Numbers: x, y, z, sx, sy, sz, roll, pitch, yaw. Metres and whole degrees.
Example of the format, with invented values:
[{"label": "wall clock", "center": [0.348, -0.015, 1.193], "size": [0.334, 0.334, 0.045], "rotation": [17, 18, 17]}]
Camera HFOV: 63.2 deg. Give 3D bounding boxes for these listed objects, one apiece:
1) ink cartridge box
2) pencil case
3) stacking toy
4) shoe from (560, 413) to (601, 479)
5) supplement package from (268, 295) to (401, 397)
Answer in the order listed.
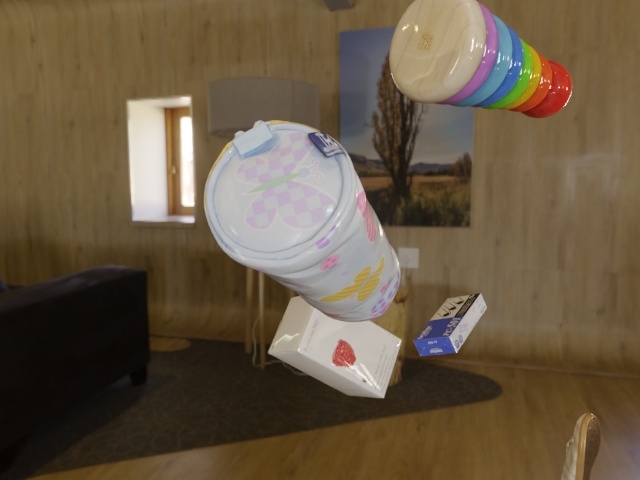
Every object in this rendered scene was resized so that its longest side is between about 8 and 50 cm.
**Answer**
[{"label": "ink cartridge box", "center": [0.313, 0.198, 1.242], "size": [0.097, 0.046, 0.207], "rotation": [-17, 12, 42]}, {"label": "pencil case", "center": [0.000, 0.000, 0.483], "size": [0.124, 0.113, 0.273], "rotation": [48, 0, 26]}, {"label": "stacking toy", "center": [0.257, -0.245, 0.745], "size": [0.331, 0.141, 0.141], "rotation": [-1, 6, -39]}, {"label": "shoe", "center": [0.521, 0.453, 1.062], "size": [0.077, 0.218, 0.058], "rotation": [-4, 11, -40]}, {"label": "supplement package", "center": [0.041, 0.291, 1.428], "size": [0.293, 0.177, 0.175], "rotation": [33, -26, -21]}]
